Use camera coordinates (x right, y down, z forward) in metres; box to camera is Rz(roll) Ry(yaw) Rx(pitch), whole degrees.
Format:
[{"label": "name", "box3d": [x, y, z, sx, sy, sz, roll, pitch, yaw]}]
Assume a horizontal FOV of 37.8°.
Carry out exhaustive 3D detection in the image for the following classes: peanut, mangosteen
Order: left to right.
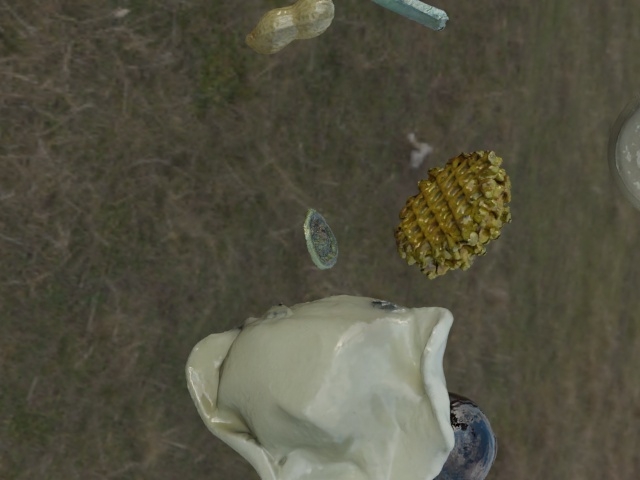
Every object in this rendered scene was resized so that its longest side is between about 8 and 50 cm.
[{"label": "peanut", "box3d": [-0.057, -0.403, 1.754, 0.082, 0.187, 0.082, -19, 90, -74]}, {"label": "mangosteen", "box3d": [0.257, 0.415, 1.877, 0.250, 0.211, 0.211, 39, 64, -56]}]

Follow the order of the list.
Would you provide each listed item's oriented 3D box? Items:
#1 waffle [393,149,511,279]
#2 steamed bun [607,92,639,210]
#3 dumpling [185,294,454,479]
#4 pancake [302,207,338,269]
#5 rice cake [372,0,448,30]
[{"label": "waffle", "box3d": [0.192, -0.042, 1.337, 0.070, 0.193, 0.197, 34, 53, -27]}, {"label": "steamed bun", "box3d": [0.586, -0.146, 1.509, 0.145, 0.231, 0.232, -20, 116, -66]}, {"label": "dumpling", "box3d": [0.009, 0.179, 1.022, 0.187, 0.318, 0.243, 32, 50, -57]}, {"label": "pancake", "box3d": [0.000, 0.001, 1.497, 0.108, 0.017, 0.108, 46, 33, -42]}, {"label": "rice cake", "box3d": [0.174, -0.507, 1.996, 0.043, 0.210, 0.034, 122, -8, -58]}]
